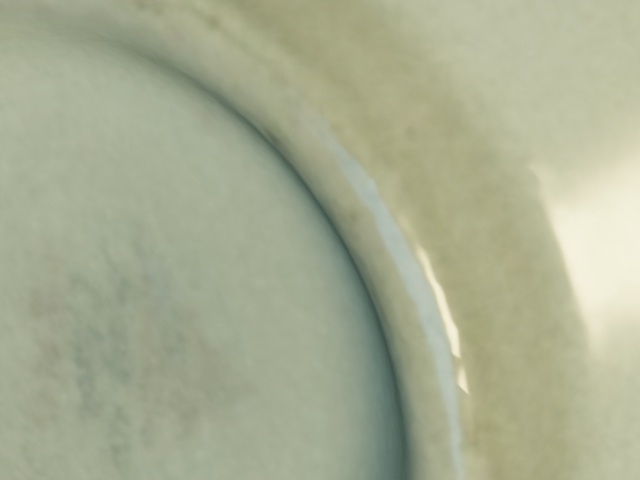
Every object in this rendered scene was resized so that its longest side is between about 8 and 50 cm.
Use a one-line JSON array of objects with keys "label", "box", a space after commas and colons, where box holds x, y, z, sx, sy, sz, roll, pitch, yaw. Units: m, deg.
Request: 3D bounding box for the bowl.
[{"label": "bowl", "box": [0.000, 0.000, 0.435, 0.435, 0.196, 0.434, 12, 115, 27]}]
